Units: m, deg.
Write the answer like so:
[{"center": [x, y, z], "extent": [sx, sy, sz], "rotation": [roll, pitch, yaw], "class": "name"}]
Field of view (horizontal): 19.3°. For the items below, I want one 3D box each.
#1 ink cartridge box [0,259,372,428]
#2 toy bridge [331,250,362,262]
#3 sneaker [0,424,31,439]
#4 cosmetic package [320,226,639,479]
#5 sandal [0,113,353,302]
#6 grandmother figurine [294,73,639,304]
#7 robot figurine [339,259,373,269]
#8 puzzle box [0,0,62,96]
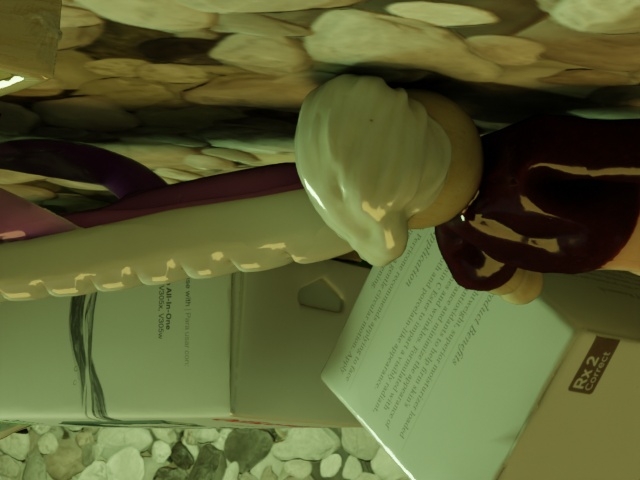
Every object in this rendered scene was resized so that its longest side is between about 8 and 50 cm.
[{"center": [-0.122, 0.076, 1.379], "extent": [0.289, 0.122, 0.211], "rotation": [-3, 172, 32], "class": "ink cartridge box"}, {"center": [0.000, 0.000, 1.354], "extent": [0.063, 0.026, 0.188], "rotation": [6, 171, -13], "class": "toy bridge"}, {"center": [-0.280, 0.112, 1.633], "extent": [0.321, 0.126, 0.127], "rotation": [-12, 170, -39], "class": "sneaker"}, {"center": [0.127, 0.080, 1.175], "extent": [0.151, 0.151, 0.184], "rotation": [10, -156, -38], "class": "cosmetic package"}, {"center": [-0.160, -0.023, 1.070], "extent": [0.416, 0.102, 0.169], "rotation": [-6, -174, 10], "class": "sandal"}, {"center": [0.140, -0.018, 0.975], "extent": [0.342, 0.104, 0.208], "rotation": [11, 143, -26], "class": "grandmother figurine"}, {"center": [0.046, 0.041, 1.467], "extent": [0.115, 0.067, 0.101], "rotation": [3, 148, 7], "class": "robot figurine"}, {"center": [-0.340, -0.104, 0.737], "extent": [0.409, 0.052, 0.272], "rotation": [10, 169, -34], "class": "puzzle box"}]
